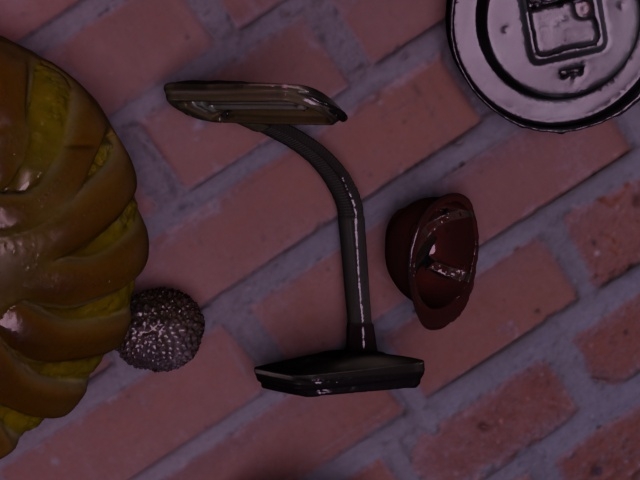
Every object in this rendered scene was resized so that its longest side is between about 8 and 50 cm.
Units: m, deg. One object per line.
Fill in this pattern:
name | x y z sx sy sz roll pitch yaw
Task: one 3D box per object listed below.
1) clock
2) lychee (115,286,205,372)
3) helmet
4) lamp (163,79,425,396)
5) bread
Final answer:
clock | 0.188 -0.178 1.443 0.184 0.040 0.185 -2 102 -8
lychee | -0.128 0.071 1.443 0.068 0.083 0.067 -19 71 30
helmet | 0.079 0.011 1.461 0.089 0.057 0.111 -19 116 -48
lamp | 0.005 -0.004 1.382 0.124 0.203 0.283 -22 102 -23
bread | -0.279 0.008 1.346 0.333 0.160 0.333 0 99 -3
